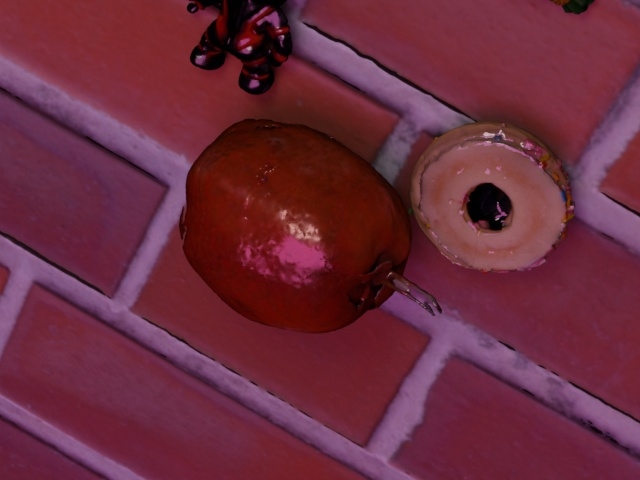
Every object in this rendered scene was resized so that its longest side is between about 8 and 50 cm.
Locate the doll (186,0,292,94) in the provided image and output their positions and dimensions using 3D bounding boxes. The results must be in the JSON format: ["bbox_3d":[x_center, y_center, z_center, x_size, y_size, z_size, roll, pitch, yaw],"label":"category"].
[{"bbox_3d":[-0.064,-0.263,1.494,0.127,0.088,0.248,7,132,-7],"label":"doll"}]

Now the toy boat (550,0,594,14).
[{"bbox_3d":[0.162,-0.288,1.403,0.229,0.089,0.088,34,161,1],"label":"toy boat"}]

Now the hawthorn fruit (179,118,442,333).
[{"bbox_3d":[0.000,0.000,1.527,0.299,0.211,0.211,25,125,26],"label":"hawthorn fruit"}]

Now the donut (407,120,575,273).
[{"bbox_3d":[0.175,-0.047,1.536,0.175,0.068,0.174,9,123,15],"label":"donut"}]
